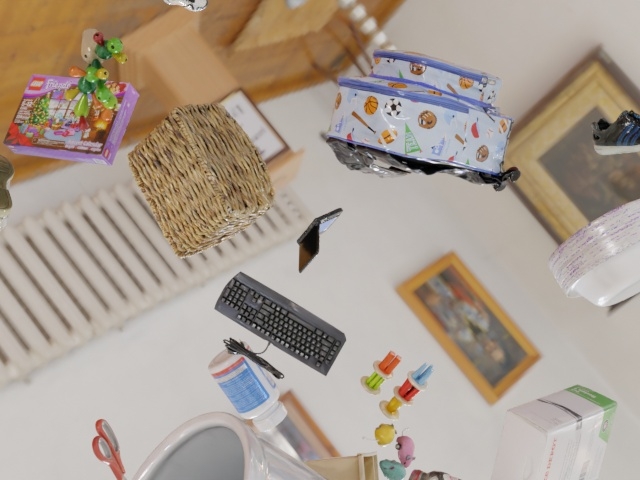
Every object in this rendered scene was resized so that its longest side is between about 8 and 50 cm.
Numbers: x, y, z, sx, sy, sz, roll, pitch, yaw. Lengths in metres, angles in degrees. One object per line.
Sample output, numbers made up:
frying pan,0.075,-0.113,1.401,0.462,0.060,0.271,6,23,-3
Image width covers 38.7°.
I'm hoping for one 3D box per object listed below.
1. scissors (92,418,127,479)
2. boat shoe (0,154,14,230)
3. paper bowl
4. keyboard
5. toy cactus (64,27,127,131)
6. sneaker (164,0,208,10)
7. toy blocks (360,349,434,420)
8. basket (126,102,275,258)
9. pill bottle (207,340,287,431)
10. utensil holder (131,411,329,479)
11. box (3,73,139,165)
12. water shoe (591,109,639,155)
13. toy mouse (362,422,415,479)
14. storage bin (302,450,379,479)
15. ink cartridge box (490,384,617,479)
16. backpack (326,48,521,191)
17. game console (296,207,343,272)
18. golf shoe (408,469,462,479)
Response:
scissors,-0.462,0.555,2.144,0.021,0.297,0.109,-21,-158,8
boat shoe,-0.780,-0.109,2.123,0.103,0.113,0.302,-63,-152,23
paper bowl,0.660,0.040,2.007,0.284,0.148,0.284,-24,159,-10
keyboard,-0.114,0.229,2.167,0.202,0.317,0.033,-63,171,16
toy cactus,-0.447,-0.336,1.774,0.112,0.181,0.219,-1,146,-25
sneaker,-0.320,-0.570,2.156,0.109,0.040,0.044,6,-178,-9
toy blocks,0.166,0.287,1.923,0.054,0.123,0.148,1,134,-53
basket,-0.273,-0.146,2.143,0.223,0.299,0.213,-37,169,36
pill bottle,-0.183,0.382,2.357,0.124,0.222,0.124,-31,-169,7
utensil holder,-0.088,0.500,1.441,0.327,0.385,0.328,-34,-145,28
box,-0.606,-0.296,2.212,0.057,0.293,0.201,55,47,-60
water shoe,0.620,-0.219,1.799,0.073,0.080,0.203,-27,-168,-35
toy mouse,0.153,0.418,1.757,0.031,0.143,0.161,-22,177,31
storage bin,0.052,0.561,1.823,0.123,0.261,0.262,-6,167,7
ink cartridge box,0.407,0.357,1.586,0.219,0.092,0.160,-6,112,-41
backpack,0.151,-0.193,1.451,0.263,0.213,0.276,-4,-169,-42
game console,0.000,0.000,1.892,0.107,0.071,0.122,-25,168,-29
golf shoe,0.176,0.420,1.311,0.085,0.186,0.067,-1,-160,25
